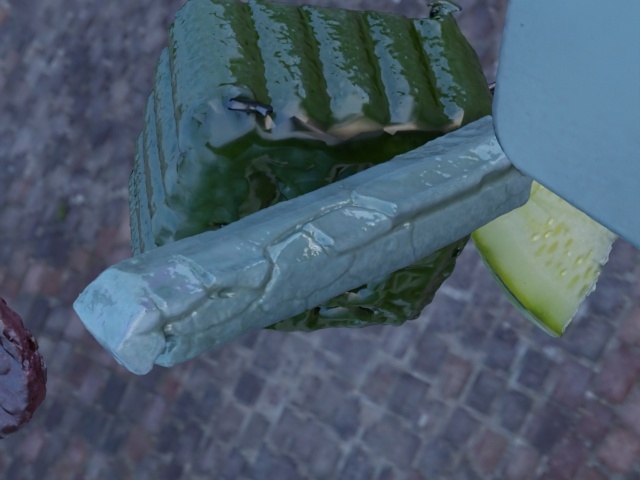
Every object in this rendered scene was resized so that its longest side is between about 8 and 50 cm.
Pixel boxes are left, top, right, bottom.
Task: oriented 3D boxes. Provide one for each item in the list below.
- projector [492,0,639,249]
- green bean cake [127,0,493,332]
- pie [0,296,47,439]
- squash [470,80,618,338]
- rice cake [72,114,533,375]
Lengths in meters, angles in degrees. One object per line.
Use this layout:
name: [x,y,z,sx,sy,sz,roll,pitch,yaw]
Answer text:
projector: [0.185,-0.101,0.693,0.108,0.250,0.198,-32,53,-33]
green bean cake: [-0.009,-0.048,1.266,0.247,0.249,0.156,113,154,-46]
pie: [-0.404,0.134,1.906,0.218,0.204,0.054,-25,13,37]
squash: [0.228,-0.050,1.801,0.204,0.155,0.237,27,84,12]
rice cake: [0.000,0.000,1.074,0.066,0.336,0.063,34,138,42]
